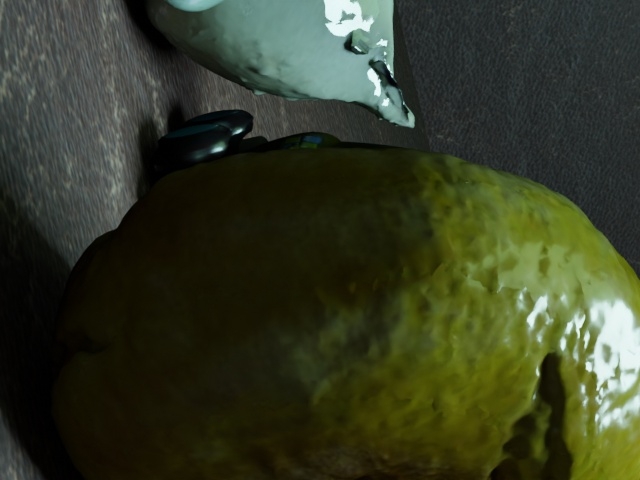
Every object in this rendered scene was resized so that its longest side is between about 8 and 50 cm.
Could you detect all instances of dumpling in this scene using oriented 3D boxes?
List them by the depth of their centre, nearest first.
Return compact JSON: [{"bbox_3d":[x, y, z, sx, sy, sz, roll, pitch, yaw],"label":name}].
[{"bbox_3d":[-0.050,-0.181,1.209,0.227,0.175,0.243,-161,-125,-69],"label":"dumpling"}]

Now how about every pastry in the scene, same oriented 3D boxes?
[{"bbox_3d":[0.020,0.087,0.888,0.356,0.356,0.163,68,23,-51],"label":"pastry"}]

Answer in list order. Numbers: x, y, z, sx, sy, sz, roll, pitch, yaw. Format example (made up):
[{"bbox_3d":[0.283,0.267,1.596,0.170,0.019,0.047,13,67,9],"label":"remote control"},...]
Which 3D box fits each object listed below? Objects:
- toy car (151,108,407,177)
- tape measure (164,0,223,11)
[{"bbox_3d":[0.000,0.000,1.172,0.248,0.198,0.204,-56,136,-74],"label":"toy car"},{"bbox_3d":[-0.112,-0.264,0.986,0.243,0.125,0.246,64,15,1],"label":"tape measure"}]
